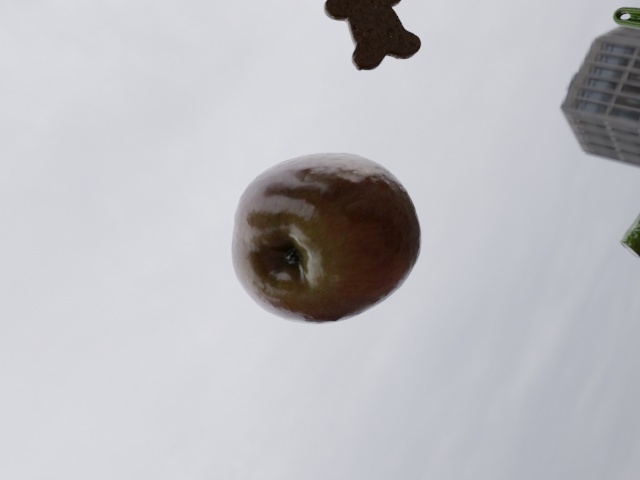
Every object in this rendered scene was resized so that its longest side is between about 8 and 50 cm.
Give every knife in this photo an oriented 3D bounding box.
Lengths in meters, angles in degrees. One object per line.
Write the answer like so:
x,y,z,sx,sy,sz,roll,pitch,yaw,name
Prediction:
0.354,-0.195,0.672,0.026,0.184,0.022,19,-84,-46,knife

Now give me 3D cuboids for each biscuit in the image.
0.073,-0.368,1.164,0.138,0.205,0.031,-22,-9,-17,biscuit

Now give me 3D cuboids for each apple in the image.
0.000,0.000,1.154,0.309,0.250,0.277,-34,-81,12,apple

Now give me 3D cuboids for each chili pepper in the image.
0.466,-0.062,0.977,0.050,0.052,0.201,45,-104,-24,chili pepper
